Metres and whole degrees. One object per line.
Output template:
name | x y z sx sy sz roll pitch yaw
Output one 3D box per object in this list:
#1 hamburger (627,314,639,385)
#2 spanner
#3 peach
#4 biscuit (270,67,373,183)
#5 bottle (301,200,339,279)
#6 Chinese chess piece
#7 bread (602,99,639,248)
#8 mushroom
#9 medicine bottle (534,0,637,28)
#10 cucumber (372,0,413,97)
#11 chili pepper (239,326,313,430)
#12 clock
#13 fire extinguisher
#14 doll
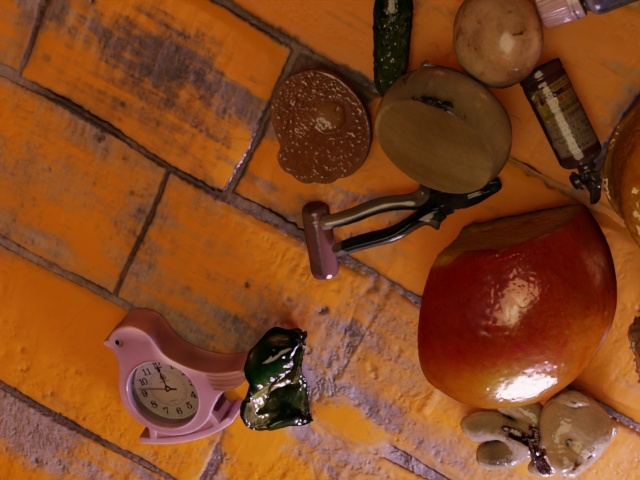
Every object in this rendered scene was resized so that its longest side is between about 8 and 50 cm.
hamburger | 0.743 0.257 1.819 0.445 0.268 0.287 -6 116 17
spanner | 0.160 -0.050 1.951 0.325 0.040 0.095 -18 122 15
peach | 0.335 0.117 1.881 0.306 0.242 0.380 14 117 15
biscuit | 0.003 -0.201 1.937 0.181 0.049 0.208 -5 112 18
bottle | 0.000 0.000 2.027 0.053 0.053 0.140 -2 113 17
Chinese chess piece | 0.201 -0.180 1.812 0.238 0.092 0.238 26 151 16
bread | 0.628 -0.103 1.718 0.337 0.204 0.358 36 117 -7
mushroom | 0.282 -0.323 1.752 0.166 0.127 0.166 37 139 42
medicine bottle | 0.431 -0.389 1.708 0.203 0.083 0.083 -20 107 22
cucumber | 0.118 -0.329 1.840 0.069 0.069 0.227 8 119 13
chili pepper | -0.087 0.252 2.118 0.148 0.116 0.264 -12 140 -14
clock | -0.269 0.260 2.210 0.290 0.080 0.275 -13 110 20
fire extinguisher | 0.410 -0.172 1.818 0.075 0.106 0.252 -26 97 17
doll | 0.392 0.367 2.043 0.278 0.149 0.175 -18 141 36
